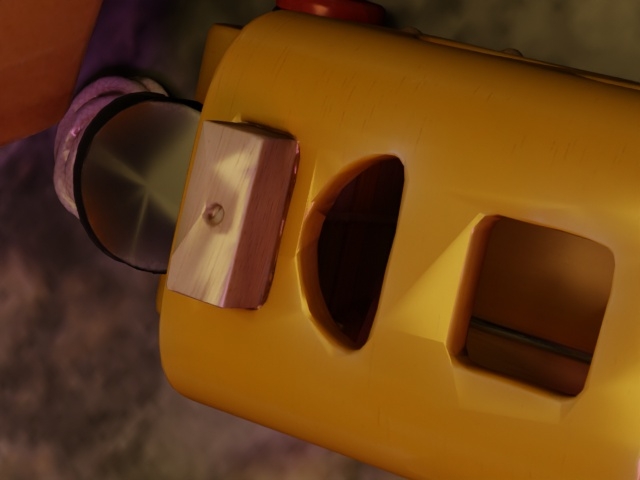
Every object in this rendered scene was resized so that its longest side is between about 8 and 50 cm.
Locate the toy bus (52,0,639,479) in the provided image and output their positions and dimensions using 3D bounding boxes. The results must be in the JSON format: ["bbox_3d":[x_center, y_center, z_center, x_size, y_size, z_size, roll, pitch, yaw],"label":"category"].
[{"bbox_3d":[0.011,-0.002,0.429,0.202,0.104,0.191,-36,71,26],"label":"toy bus"}]

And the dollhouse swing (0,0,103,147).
[{"bbox_3d":[-0.170,-0.221,0.396,0.305,0.315,0.347,39,129,22],"label":"dollhouse swing"}]
